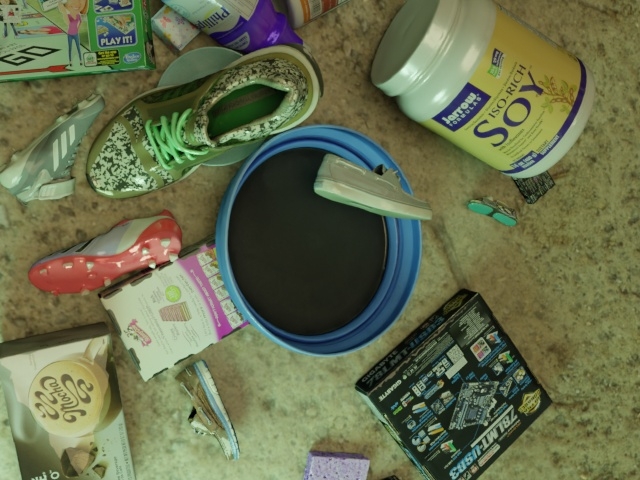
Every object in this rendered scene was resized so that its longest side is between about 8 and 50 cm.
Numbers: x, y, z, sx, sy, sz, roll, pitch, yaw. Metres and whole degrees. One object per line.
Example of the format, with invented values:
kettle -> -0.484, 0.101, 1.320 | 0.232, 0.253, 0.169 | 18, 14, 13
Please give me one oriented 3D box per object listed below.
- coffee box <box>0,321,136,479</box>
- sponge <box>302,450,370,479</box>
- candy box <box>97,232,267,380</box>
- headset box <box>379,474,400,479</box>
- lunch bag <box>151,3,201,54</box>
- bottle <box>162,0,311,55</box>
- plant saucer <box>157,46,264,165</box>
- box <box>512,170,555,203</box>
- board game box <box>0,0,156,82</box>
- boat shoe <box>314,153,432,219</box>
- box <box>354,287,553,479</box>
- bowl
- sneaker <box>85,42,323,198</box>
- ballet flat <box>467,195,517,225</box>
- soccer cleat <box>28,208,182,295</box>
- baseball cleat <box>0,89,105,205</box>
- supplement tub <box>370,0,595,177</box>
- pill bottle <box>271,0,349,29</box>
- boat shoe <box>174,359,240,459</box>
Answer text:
coffee box -> -0.395, 0.297, 1.207 | 0.168, 0.119, 0.297 | -10, 98, -20
sponge -> 0.016, 0.499, 1.416 | 0.117, 0.031, 0.210 | 11, 91, -20
candy box -> -0.228, 0.105, 1.275 | 0.233, 0.071, 0.159 | -28, 102, -17
headset box -> 0.115, 0.492, 1.450 | 0.083, 0.032, 0.062 | -14, 99, -17
lunch bag -> -0.229, -0.359, 1.246 | 0.083, 0.053, 0.071 | -47, 110, -17
bottle -> -0.139, -0.363, 1.210 | 0.283, 0.118, 0.092 | 32, 65, -33
plant saucer -> -0.174, -0.222, 1.265 | 0.195, 0.037, 0.195 | 0, 105, -1
box -> 0.419, -0.124, 1.512 | 0.067, 0.018, 0.083 | -40, 106, -12
board game box -> -0.409, -0.346, 1.117 | 0.317, 0.046, 0.213 | -4, 97, 7
boat shoe -> 0.098, -0.090, 1.276 | 0.227, 0.079, 0.081 | 15, 84, -27
box -> 0.262, 0.296, 1.465 | 0.295, 0.073, 0.293 | -40, 107, -12
bowl -> 0.000, 0.000, 1.304 | 0.391, 0.077, 0.391 | 2, 86, -31
sneaker -> -0.194, -0.177, 1.161 | 0.410, 0.182, 0.158 | -26, 103, 10
ballet flat -> 0.334, -0.064, 1.481 | 0.114, 0.041, 0.041 | 22, 87, -20
soccer cleat -> -0.345, 0.018, 1.232 | 0.248, 0.095, 0.083 | -17, 132, -3
baseball cleat -> -0.403, -0.138, 1.202 | 0.206, 0.072, 0.109 | -39, 112, -2
supplement tub -> 0.280, -0.280, 1.332 | 0.331, 0.241, 0.241 | 26, 86, -20
pill bottle -> 0.015, -0.455, 1.286 | 0.216, 0.121, 0.121 | -32, 104, -15
boat shoe -> -0.195, 0.300, 1.313 | 0.066, 0.066, 0.183 | -23, 92, -11
